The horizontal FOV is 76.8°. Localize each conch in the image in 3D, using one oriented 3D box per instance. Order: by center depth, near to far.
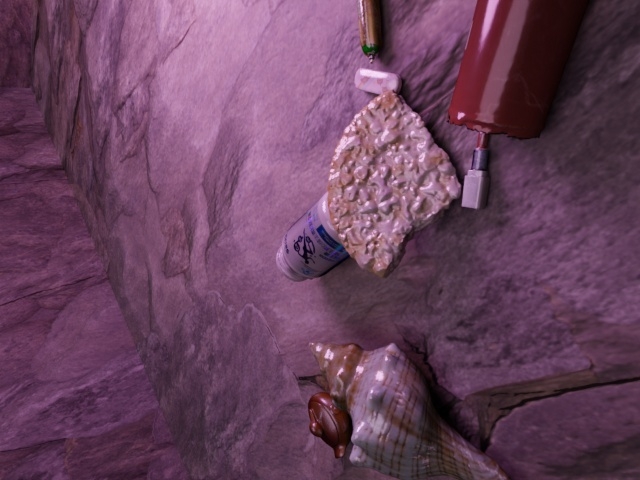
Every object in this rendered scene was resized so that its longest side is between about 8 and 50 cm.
[{"bbox_3d":[0.119,0.298,0.640,0.386,0.169,0.203,50,158,26],"label":"conch"}]

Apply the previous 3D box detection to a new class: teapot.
[{"bbox_3d":[0.014,0.381,0.835,0.098,0.078,0.129,-44,71,45],"label":"teapot"}]

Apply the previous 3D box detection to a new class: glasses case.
[{"bbox_3d":[0.085,-0.236,0.603,0.083,0.021,0.032,31,121,37],"label":"glasses case"}]

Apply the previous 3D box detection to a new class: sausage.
[{"bbox_3d":[0.062,-0.392,0.568,0.032,0.032,0.269,6,107,46],"label":"sausage"}]

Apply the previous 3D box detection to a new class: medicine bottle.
[{"bbox_3d":[0.000,0.000,0.706,0.191,0.107,0.107,-40,73,45],"label":"medicine bottle"}]

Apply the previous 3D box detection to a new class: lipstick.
[{"bbox_3d":[0.204,-0.095,0.520,0.025,0.025,0.107,16,109,43],"label":"lipstick"}]

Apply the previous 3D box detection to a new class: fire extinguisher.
[{"bbox_3d":[0.199,-0.283,0.398,0.147,0.106,0.337,22,118,27],"label":"fire extinguisher"}]

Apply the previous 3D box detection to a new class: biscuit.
[{"bbox_3d":[0.101,-0.080,0.573,0.188,0.040,0.266,8,92,18],"label":"biscuit"}]
